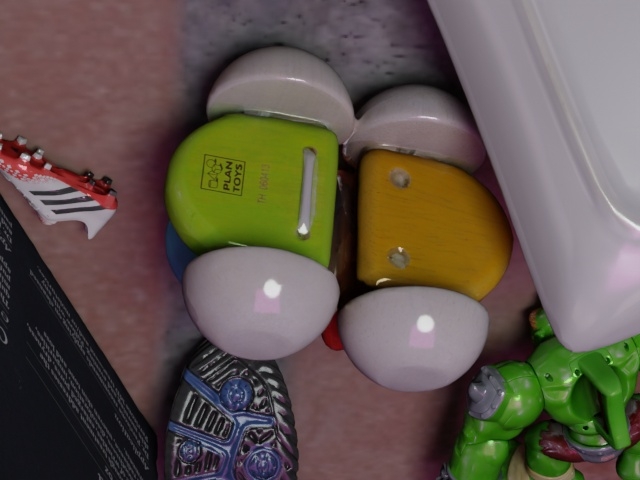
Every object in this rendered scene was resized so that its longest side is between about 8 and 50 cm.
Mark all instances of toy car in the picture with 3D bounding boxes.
[{"bbox_3d":[0.000,0.000,0.716,0.182,0.159,0.136,13,152,-18],"label":"toy car"}]

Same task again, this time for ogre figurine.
[{"bbox_3d":[0.159,0.097,0.815,0.197,0.097,0.118,-8,132,6],"label":"ogre figurine"}]

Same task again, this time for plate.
[{"bbox_3d":[0.194,-0.121,0.643,0.278,0.045,0.277,-21,86,1],"label":"plate"}]

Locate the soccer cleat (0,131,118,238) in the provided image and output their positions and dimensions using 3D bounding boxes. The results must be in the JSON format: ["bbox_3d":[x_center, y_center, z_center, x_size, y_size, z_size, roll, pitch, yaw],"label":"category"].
[{"bbox_3d":[-0.146,-0.028,0.722,0.083,0.029,0.036,24,108,-27],"label":"soccer cleat"}]

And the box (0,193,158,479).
[{"bbox_3d":[-0.216,0.098,0.614,0.179,0.312,0.343,-25,120,3],"label":"box"}]

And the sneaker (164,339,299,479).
[{"bbox_3d":[-0.052,0.154,0.819,0.080,0.081,0.211,-4,102,-7],"label":"sneaker"}]
